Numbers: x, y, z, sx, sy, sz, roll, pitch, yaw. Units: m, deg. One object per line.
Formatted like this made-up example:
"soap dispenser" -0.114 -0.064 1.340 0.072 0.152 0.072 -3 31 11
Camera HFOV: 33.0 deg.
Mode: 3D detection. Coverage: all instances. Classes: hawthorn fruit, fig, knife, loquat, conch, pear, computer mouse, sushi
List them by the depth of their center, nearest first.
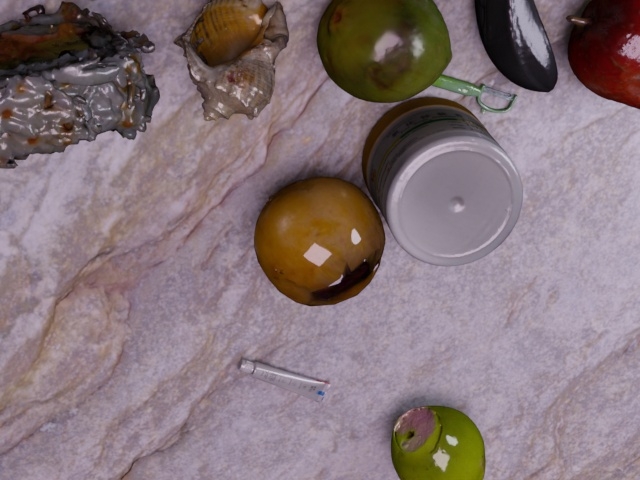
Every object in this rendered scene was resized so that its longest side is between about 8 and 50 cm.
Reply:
"sushi" -0.435 -0.223 1.629 0.417 0.417 0.176 -14 117 -3
"conch" -0.141 -0.305 1.774 0.178 0.163 0.245 44 71 -39
"fig" 0.113 -0.319 1.776 0.230 0.207 0.207 36 104 -21
"computer mouse" 0.315 -0.357 1.826 0.086 0.137 0.269 -29 117 -6
"hawthorn fruit" 0.526 -0.340 1.837 0.250 0.215 0.215 22 109 -12
"loquat" 0.000 0.000 1.888 0.235 0.235 0.235 -3 114 -8
"knife" 0.247 -0.265 1.925 0.212 0.015 0.054 15 119 -16
"pear" 0.241 0.432 2.153 0.187 0.187 0.219 -32 128 6

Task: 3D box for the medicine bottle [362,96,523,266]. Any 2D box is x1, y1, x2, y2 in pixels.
"medicine bottle" 0.206 -0.106 1.870 0.238 0.232 0.238 -3 114 -8

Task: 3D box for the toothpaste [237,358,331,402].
"toothpaste" -0.072 0.270 2.108 0.190 0.031 0.048 22 106 -21
